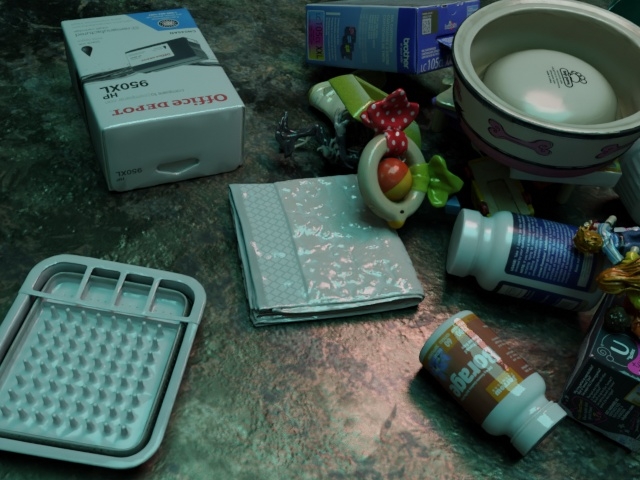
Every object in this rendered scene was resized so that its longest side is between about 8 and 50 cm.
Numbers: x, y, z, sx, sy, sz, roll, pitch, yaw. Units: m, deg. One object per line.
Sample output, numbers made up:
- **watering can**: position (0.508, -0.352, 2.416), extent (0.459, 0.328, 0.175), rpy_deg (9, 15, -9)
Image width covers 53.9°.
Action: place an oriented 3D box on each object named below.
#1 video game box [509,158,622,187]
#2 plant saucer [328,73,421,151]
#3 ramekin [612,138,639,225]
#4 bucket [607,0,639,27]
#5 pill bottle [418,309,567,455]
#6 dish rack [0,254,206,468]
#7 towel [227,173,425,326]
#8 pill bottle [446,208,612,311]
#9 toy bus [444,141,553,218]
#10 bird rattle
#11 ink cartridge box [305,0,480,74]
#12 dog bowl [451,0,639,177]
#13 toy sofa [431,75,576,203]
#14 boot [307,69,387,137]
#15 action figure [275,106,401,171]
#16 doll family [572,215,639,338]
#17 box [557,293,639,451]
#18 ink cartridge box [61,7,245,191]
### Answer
- **video game box**: position (0.479, -0.196, 1.265), extent (0.205, 0.048, 0.187), rpy_deg (5, 56, 1)
- **plant saucer**: position (0.125, -0.280, 1.331), extent (0.188, 0.045, 0.188), rpy_deg (22, 27, -31)
- **ramekin**: position (0.753, -0.121, 1.299), extent (0.273, 0.273, 0.127), rpy_deg (1, 60, -9)
- **bucket**: position (0.897, -0.566, 1.726), extent (0.281, 0.281, 0.183), rpy_deg (28, 40, 16)
- **pill bottle**: position (0.268, 0.221, 0.983), extent (0.121, 0.121, 0.216), rpy_deg (-27, 57, -30)
- **dish rack**: position (-0.343, 0.180, 0.950), extent (0.286, 0.072, 0.332), rpy_deg (11, 47, -1)
- **towel**: position (0.000, 0.000, 1.190), extent (0.317, 0.053, 0.331), rpy_deg (-6, 50, -15)
- **pill bottle**: position (0.375, 0.031, 1.157), extent (0.265, 0.153, 0.153), rpy_deg (13, 47, 2)
- **toy bus**: position (0.359, -0.092, 1.297), extent (0.191, 0.104, 0.202), rpy_deg (27, 64, 26)
- **bird rattle**: position (0.150, -0.142, 1.186), extent (0.143, 0.253, 0.207), rpy_deg (5, 51, 44)
- **ink cartridge box**: position (0.193, -0.491, 1.493), extent (0.396, 0.151, 0.270), rpy_deg (17, 30, 40)
- **dog bowl**: position (0.443, -0.292, 1.213), extent (0.408, 0.150, 0.407), rpy_deg (1, 52, -1)
- **toy sofa**: position (0.420, -0.232, 1.409), extent (0.363, 0.150, 0.177), rpy_deg (35, 61, 21)
- **boot**: position (0.098, -0.326, 1.491), extent (0.213, 0.077, 0.165), rpy_deg (-22, 54, -21)
- **action figure**: position (0.048, -0.221, 1.335), extent (0.276, 0.140, 0.164), rpy_deg (9, 15, 5)
- **doll family**: position (0.487, 0.030, 0.983), extent (0.163, 0.118, 0.263), rpy_deg (2, 44, -2)
- **box**: position (0.508, 0.184, 1.032), extent (0.142, 0.163, 0.247), rpy_deg (28, 49, 20)
- **ink cartridge box**: position (-0.357, -0.312, 1.337), extent (0.286, 0.166, 0.395), rpy_deg (-15, 52, -22)
